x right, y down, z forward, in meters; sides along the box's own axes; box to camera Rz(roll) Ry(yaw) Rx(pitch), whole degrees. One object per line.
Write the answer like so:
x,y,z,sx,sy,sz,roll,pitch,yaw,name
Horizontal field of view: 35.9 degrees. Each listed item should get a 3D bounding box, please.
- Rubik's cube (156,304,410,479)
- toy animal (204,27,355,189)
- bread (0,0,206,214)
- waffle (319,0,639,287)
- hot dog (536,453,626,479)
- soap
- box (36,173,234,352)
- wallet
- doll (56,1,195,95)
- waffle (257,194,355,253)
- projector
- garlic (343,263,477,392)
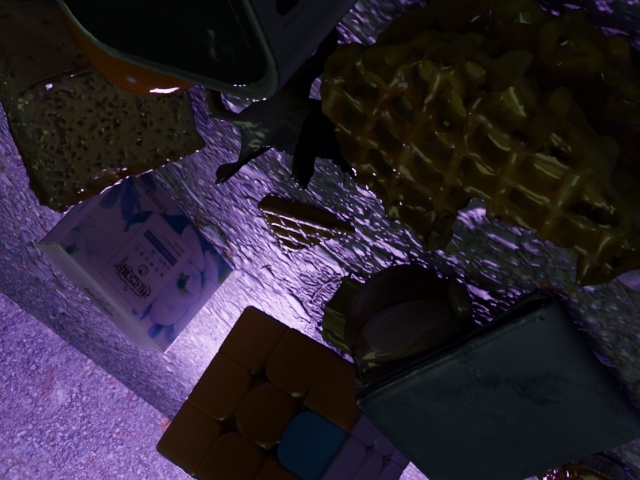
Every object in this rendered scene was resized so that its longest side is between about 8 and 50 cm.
-0.036,0.328,1.656,0.291,0.291,0.290,27,168,31,Rubik's cube
-0.039,-0.142,1.016,0.160,0.197,0.272,-3,-170,6,toy animal
-0.328,-0.230,1.383,0.248,0.279,0.315,81,170,-50,bread
0.154,-0.090,0.878,0.324,0.151,0.261,9,145,48,waffle
0.377,0.348,1.442,0.099,0.053,0.192,40,159,-10,hot dog
0.114,0.155,1.461,0.233,0.076,0.135,33,157,14,soap
-0.317,0.030,1.717,0.274,0.203,0.116,51,153,-23,box
0.224,0.207,1.237,0.290,0.054,0.251,-27,119,23,wallet
-0.138,-0.256,0.988,0.236,0.213,0.213,-11,140,8,doll
0.000,0.000,1.403,0.191,0.032,0.125,21,149,39,waffle
-0.075,-0.287,0.729,0.248,0.249,0.249,22,152,35,projector
0.130,0.138,1.311,0.214,0.191,0.160,55,-165,-40,garlic
